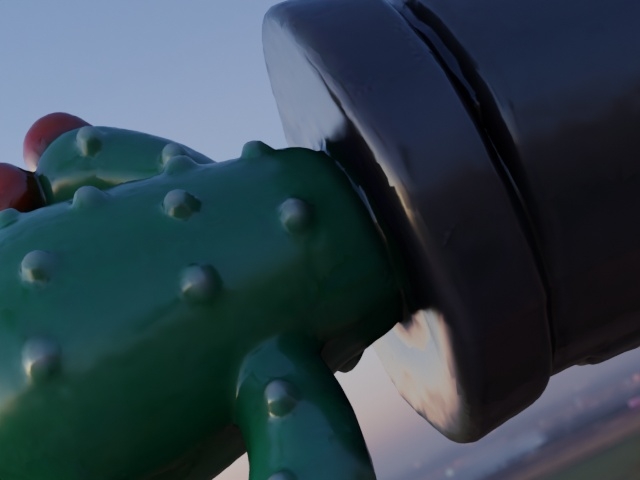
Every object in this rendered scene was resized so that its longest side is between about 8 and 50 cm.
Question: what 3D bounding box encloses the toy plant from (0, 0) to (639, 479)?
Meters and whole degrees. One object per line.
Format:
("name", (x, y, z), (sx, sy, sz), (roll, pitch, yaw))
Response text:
("toy plant", (0.006, 0.012, 0.650), (0.400, 0.279, 0.185), (-22, -18, -10))
